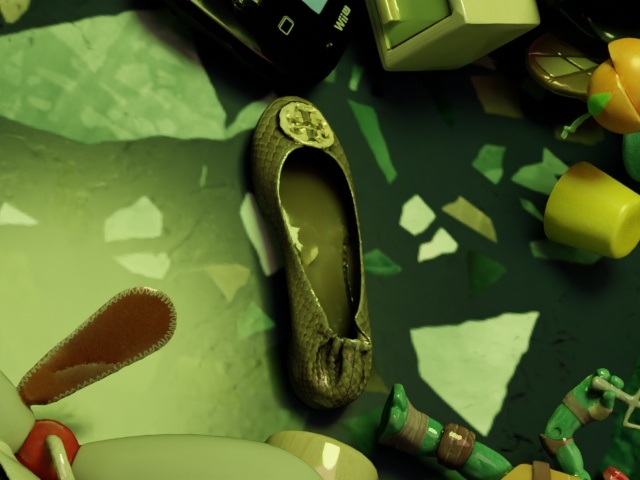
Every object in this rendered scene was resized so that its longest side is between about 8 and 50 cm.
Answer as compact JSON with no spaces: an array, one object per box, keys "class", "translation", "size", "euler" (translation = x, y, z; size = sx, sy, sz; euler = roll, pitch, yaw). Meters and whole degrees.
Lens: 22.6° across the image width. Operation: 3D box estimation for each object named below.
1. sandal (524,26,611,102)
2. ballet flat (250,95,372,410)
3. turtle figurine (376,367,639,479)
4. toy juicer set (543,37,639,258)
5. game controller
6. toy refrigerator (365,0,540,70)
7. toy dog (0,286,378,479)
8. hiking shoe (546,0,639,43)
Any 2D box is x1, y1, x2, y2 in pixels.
[{"class":"sandal","translation":[0.234,-0.146,1.361],"size":[0.072,0.049,0.180],"euler":[48,39,18]},{"class":"ballet flat","translation":[0.000,0.000,1.161],"size":[0.084,0.058,0.250],"euler":[6,62,-24]},{"class":"turtle figurine","translation":[0.153,0.179,1.108],"size":[0.234,0.118,0.175],"euler":[10,45,-4]},{"class":"toy juicer set","translation":[0.297,-0.138,1.303],"size":[0.089,0.209,0.329],"euler":[28,44,35]},{"class":"game controller","translation":[-0.013,-0.263,1.289],"size":[0.166,0.067,0.319],"euler":[32,56,-7]},{"class":"toy refrigerator","translation":[0.075,-0.278,1.267],"size":[0.094,0.102,0.270],"euler":[-7,78,-40]},{"class":"toy dog","translation":[-0.102,0.143,0.973],"size":[0.333,0.161,0.220],"euler":[9,61,-22]},{"class":"hiking shoe","translation":[0.248,-0.214,1.332],"size":[0.304,0.113,0.132],"euler":[14,68,-51]}]
